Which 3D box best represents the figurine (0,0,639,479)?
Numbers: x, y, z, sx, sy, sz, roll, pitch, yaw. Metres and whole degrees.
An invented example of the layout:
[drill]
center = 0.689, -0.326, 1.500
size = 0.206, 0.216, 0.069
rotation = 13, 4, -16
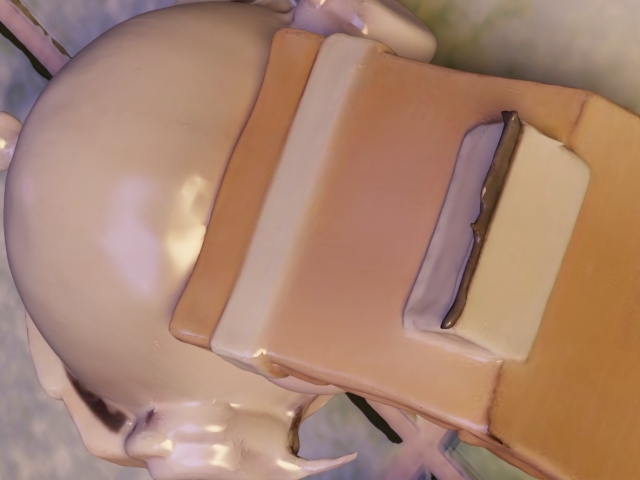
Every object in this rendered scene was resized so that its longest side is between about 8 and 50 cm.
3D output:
[figurine]
center = -0.003, -0.001, 0.579
size = 0.237, 0.141, 0.162
rotation = 9, 80, 38
